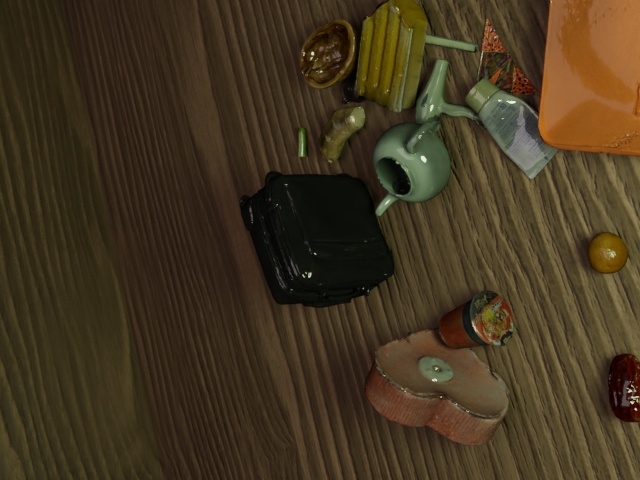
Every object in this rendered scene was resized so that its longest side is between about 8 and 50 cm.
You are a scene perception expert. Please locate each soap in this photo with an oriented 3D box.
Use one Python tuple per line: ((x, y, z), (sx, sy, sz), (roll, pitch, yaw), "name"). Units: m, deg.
((0.169, -0.454, 1.699), (0.160, 0.080, 0.258), (35, 131, 38), "soap")

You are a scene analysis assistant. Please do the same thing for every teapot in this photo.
((0.085, -0.392, 1.860), (0.100, 0.045, 0.068), (-49, 58, 39), "teapot")
((0.205, -0.175, 1.655), (0.193, 0.129, 0.294), (42, 149, 14), "teapot")

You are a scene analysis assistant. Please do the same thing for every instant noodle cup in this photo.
((0.342, 0.189, 1.601), (0.135, 0.127, 0.127), (-33, 70, 54), "instant noodle cup")

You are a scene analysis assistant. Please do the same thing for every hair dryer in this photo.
((0.308, -0.334, 1.622), (0.199, 0.067, 0.167), (4, 92, 37), "hair dryer")

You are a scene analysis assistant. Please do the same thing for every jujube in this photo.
((0.590, 0.281, 1.362), (0.077, 0.077, 0.129), (-10, 78, 48), "jujube")

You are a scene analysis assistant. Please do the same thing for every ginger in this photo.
((0.051, -0.289, 1.894), (0.095, 0.069, 0.190), (38, 124, 9), "ginger")

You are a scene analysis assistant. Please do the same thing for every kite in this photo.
((0.380, -0.364, 1.562), (0.125, 0.008, 0.222), (-45, 62, 42), "kite")

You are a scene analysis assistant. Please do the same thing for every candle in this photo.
((0.252, 0.319, 1.618), (0.287, 0.316, 0.131), (-83, 13, -57), "candle")

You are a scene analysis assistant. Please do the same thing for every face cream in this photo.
((0.408, -0.246, 1.518), (0.224, 0.070, 0.114), (48, 128, 18), "face cream")

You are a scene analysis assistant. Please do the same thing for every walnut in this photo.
((0.043, -0.480, 1.864), (0.211, 0.087, 0.167), (-17, 75, 46), "walnut")

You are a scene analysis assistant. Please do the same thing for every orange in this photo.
((0.551, 0.024, 1.371), (0.085, 0.085, 0.085), (8, 100, 47), "orange")

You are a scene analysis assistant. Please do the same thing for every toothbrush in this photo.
((0.250, -0.476, 1.678), (0.294, 0.028, 0.026), (29, 133, 43), "toothbrush")

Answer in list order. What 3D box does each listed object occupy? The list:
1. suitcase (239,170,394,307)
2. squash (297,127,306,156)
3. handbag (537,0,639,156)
((0.000, 0.000, 1.776), (0.188, 0.345, 0.339), (-35, 67, 41), "suitcase")
((-0.053, -0.282, 2.042), (0.027, 0.027, 0.083), (8, 100, 47), "squash")
((0.561, -0.363, 1.288), (0.303, 0.116, 0.410), (14, 105, 43), "handbag")
